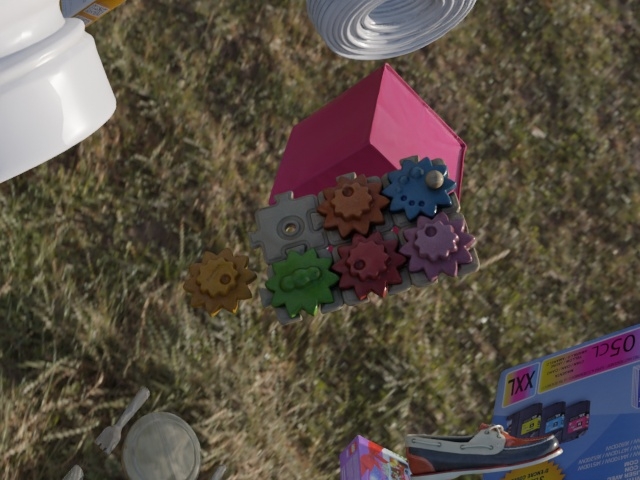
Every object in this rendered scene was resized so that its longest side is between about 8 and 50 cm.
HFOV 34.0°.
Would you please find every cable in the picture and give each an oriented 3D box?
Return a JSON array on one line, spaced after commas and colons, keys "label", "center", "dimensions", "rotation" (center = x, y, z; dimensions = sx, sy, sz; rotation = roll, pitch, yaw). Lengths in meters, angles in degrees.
[{"label": "cable", "center": [0.105, -0.359, 1.517], "dimensions": [0.257, 0.257, 0.089], "rotation": [7, 62, -54]}]

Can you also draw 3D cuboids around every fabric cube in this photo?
[{"label": "fabric cube", "center": [0.097, -0.127, 2.007], "dimensions": [0.259, 0.258, 0.254], "rotation": [42, 37, -24]}]

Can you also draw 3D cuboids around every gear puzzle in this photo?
[{"label": "gear puzzle", "center": [0.000, 0.000, 1.203], "dimensions": [0.339, 0.044, 0.175], "rotation": [-16, 59, 3]}]

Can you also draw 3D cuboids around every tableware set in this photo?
[{"label": "tableware set", "center": [-0.187, 0.250, 1.007], "dimensions": [0.128, 0.039, 0.194], "rotation": [47, 49, -11]}]

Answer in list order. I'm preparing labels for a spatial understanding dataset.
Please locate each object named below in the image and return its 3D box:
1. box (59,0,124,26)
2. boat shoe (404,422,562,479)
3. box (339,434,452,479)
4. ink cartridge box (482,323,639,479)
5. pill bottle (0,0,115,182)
[{"label": "box", "center": [-0.220, -0.275, 1.062], "dimensions": [0.028, 0.136, 0.081], "rotation": [17, 58, -52]}, {"label": "boat shoe", "center": [0.140, 0.181, 0.910], "dimensions": [0.137, 0.049, 0.043], "rotation": [-13, 80, 18]}, {"label": "box", "center": [0.129, 0.443, 1.549], "dimensions": [0.201, 0.057, 0.293], "rotation": [29, 27, -18]}, {"label": "ink cartridge box", "center": [0.313, 0.291, 1.121], "dimensions": [0.151, 0.270, 0.395], "rotation": [45, 39, -24]}, {"label": "pill bottle", "center": [-0.155, -0.121, 0.349], "dimensions": [0.119, 0.119, 0.208], "rotation": [-37, 118, -34]}]
